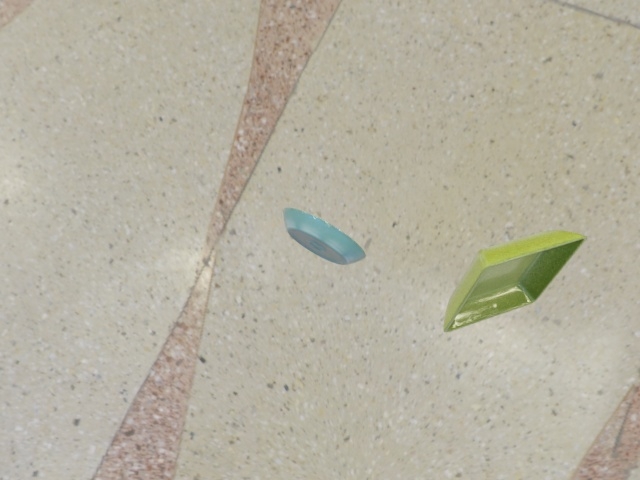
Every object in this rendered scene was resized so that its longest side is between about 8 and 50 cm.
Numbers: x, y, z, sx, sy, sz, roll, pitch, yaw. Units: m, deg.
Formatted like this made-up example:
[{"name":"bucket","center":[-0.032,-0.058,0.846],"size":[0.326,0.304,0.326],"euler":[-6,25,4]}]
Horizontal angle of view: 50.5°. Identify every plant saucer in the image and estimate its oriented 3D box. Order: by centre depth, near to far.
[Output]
[{"name":"plant saucer","center":[0.000,0.000,0.851],"size":[0.119,0.119,0.021],"euler":[27,78,13]},{"name":"plant saucer","center":[0.283,0.054,1.036],"size":[0.188,0.188,0.045],"euler":[-14,57,-22]}]
